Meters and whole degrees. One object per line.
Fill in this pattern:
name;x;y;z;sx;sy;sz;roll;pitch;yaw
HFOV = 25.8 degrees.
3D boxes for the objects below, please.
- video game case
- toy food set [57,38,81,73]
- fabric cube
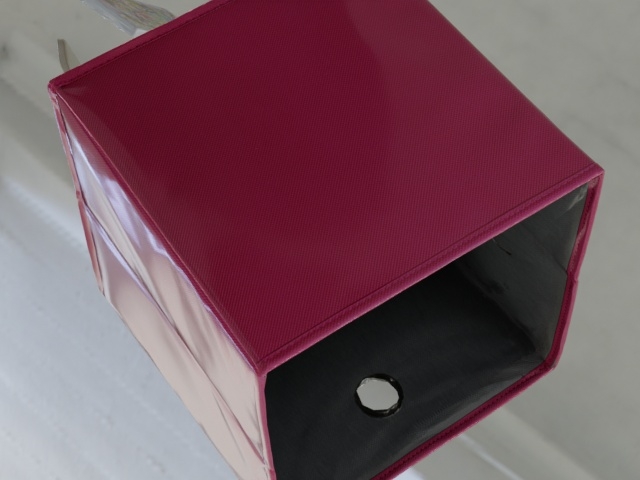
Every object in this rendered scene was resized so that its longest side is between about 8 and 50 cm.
video game case;-0.151;-0.193;1.237;0.087;0.011;0.122;36;-163;30
toy food set;-0.124;-0.168;1.551;0.306;0.220;0.092;7;-97;0
fabric cube;0.000;0.000;0.960;0.254;0.259;0.258;-31;-120;-18
